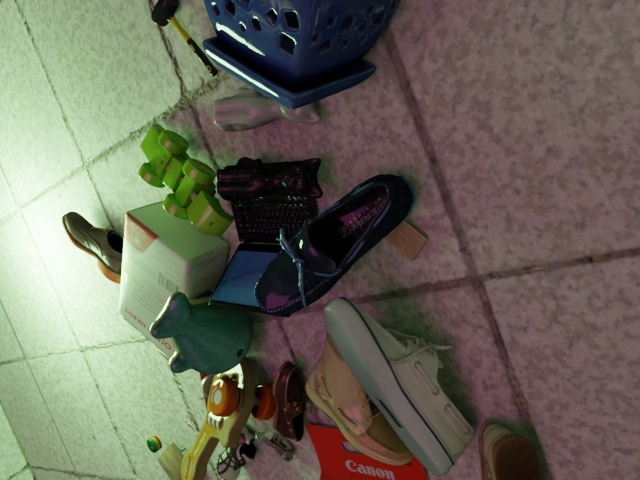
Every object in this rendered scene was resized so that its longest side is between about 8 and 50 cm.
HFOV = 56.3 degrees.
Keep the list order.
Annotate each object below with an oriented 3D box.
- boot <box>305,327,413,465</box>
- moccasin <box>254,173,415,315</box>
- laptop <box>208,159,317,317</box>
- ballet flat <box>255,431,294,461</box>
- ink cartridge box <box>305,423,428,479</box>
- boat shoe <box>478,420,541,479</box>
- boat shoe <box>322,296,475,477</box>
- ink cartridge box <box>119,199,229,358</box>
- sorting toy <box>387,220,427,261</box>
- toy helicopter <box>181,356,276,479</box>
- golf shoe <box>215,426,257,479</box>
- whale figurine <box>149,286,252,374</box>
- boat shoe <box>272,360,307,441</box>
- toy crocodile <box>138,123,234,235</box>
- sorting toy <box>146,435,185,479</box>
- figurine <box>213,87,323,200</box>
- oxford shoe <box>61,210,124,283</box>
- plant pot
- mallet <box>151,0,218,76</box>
[{"bbox_3d":[0.093,0.284,1.144,0.262,0.095,0.204,38,128,29],"label":"boot"},{"bbox_3d":[0.000,0.000,1.008,0.342,0.116,0.138,-46,73,17],"label":"moccasin"},{"bbox_3d":[-0.128,-0.009,1.173,0.234,0.136,0.265,3,110,39],"label":"laptop"},{"bbox_3d":[-0.107,0.485,1.442,0.114,0.041,0.041,28,124,28],"label":"ballet flat"},{"bbox_3d":[0.106,0.596,1.269,0.308,0.091,0.385,-6,106,41],"label":"ink cartridge box"},{"bbox_3d":[0.330,0.449,1.023,0.089,0.104,0.286,-147,47,-75],"label":"boat shoe"},{"bbox_3d":[0.157,0.221,1.033,0.367,0.156,0.136,54,162,-7],"label":"boat shoe"},{"bbox_3d":[-0.353,0.093,1.411,0.226,0.131,0.306,34,128,24],"label":"ink cartridge box"},{"bbox_3d":[0.140,-0.010,1.031,0.083,0.012,0.062,41,134,15],"label":"sorting toy"},{"bbox_3d":[-0.260,0.428,1.443,0.235,0.140,0.355,44,112,50],"label":"toy helicopter"},{"bbox_3d":[-0.211,0.556,1.529,0.093,0.077,0.198,24,124,30],"label":"golf shoe"},{"bbox_3d":[-0.244,0.198,1.282,0.141,0.272,0.216,28,80,27],"label":"whale figurine"},{"bbox_3d":[-0.060,0.357,1.321,0.073,0.073,0.207,25,130,31],"label":"boat shoe"},{"bbox_3d":[-0.289,-0.137,1.259,0.340,0.105,0.115,46,110,38],"label":"toy crocodile"},{"bbox_3d":[-0.402,0.670,1.758,0.274,0.046,0.132,50,132,13],"label":"sorting toy"},{"bbox_3d":[-0.086,-0.179,1.092,0.209,0.092,0.215,3,97,31],"label":"figurine"},{"bbox_3d":[-0.590,-0.004,1.613,0.271,0.097,0.098,40,110,15],"label":"oxford shoe"},{"bbox_3d":[-0.033,-0.342,0.894,0.236,0.236,0.212,35,134,24],"label":"plant pot"},{"bbox_3d":[-0.262,-0.410,1.187,0.190,0.039,0.062,46,129,9],"label":"mallet"}]
